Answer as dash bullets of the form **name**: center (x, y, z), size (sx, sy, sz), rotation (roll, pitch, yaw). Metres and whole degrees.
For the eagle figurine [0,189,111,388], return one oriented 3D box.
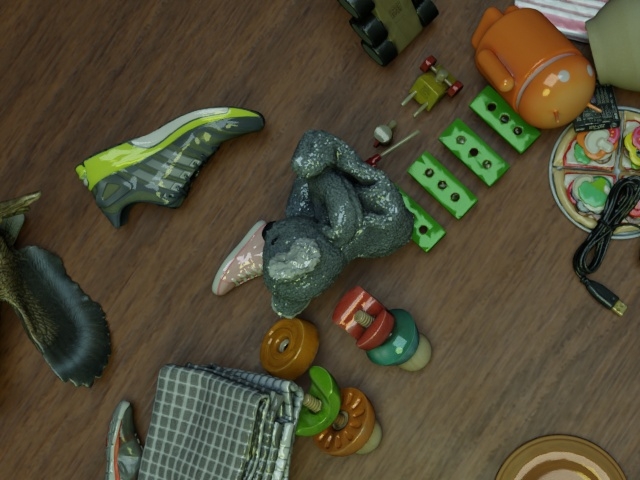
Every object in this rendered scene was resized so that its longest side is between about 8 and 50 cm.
- **eagle figurine**: center (-0.476, 0.092, 1.686), size (0.226, 0.225, 0.298), rotation (0, 117, 46)

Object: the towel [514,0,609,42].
- **towel**: center (0.380, -0.403, 1.709), size (0.144, 0.029, 0.197), rotation (16, 86, 9)

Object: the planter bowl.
- **planter bowl**: center (0.445, -0.284, 1.622), size (0.109, 0.162, 0.162), rotation (-14, 80, 17)

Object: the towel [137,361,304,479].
- **towel**: center (-0.149, 0.314, 1.556), size (0.235, 0.121, 0.283), rotation (7, 84, 52)

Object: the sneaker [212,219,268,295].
- **sneaker**: center (-0.102, 0.040, 1.689), size (0.070, 0.051, 0.134), rotation (36, 83, 16)

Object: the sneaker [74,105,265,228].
- **sneaker**: center (-0.216, -0.116, 1.713), size (0.300, 0.111, 0.121), rotation (-23, 89, 9)

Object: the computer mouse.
- **computer mouse**: center (0.494, 0.045, 1.599), size (0.262, 0.060, 0.184), rotation (35, 99, 4)

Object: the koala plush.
- **koala plush**: center (0.000, 0.000, 1.586), size (0.203, 0.196, 0.221), rotation (34, 66, 10)

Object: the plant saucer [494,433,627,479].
- **plant saucer**: center (0.342, 0.376, 1.590), size (0.200, 0.037, 0.200), rotation (-1, 82, 7)

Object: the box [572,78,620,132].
- **box**: center (0.403, -0.201, 1.663), size (0.067, 0.018, 0.083), rotation (-8, 58, 6)

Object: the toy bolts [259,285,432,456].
- **toy bolts**: center (0.047, 0.181, 1.635), size (0.228, 0.158, 0.218), rotation (-48, 38, 8)

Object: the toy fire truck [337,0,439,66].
- **toy fire truck**: center (0.051, -0.417, 1.668), size (0.158, 0.217, 0.246), rotation (-46, 64, -1)

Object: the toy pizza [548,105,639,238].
- **toy pizza**: center (0.439, -0.102, 1.651), size (0.201, 0.032, 0.201), rotation (-1, 82, 7)

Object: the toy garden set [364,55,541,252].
- **toy garden set**: center (0.172, -0.136, 1.686), size (0.204, 0.049, 0.244), rotation (44, 90, 9)

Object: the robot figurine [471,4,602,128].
- **robot figurine**: center (0.312, -0.250, 1.627), size (0.128, 0.158, 0.219), rotation (-40, 59, 10)

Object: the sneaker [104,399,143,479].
- **sneaker**: center (-0.286, 0.319, 1.679), size (0.065, 0.061, 0.158), rotation (7, 82, -19)
